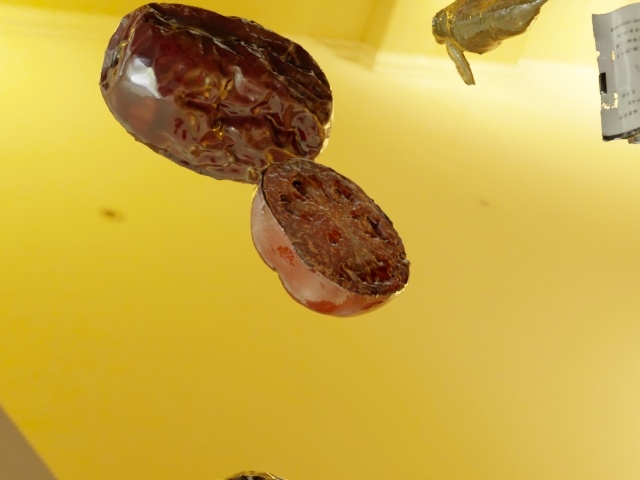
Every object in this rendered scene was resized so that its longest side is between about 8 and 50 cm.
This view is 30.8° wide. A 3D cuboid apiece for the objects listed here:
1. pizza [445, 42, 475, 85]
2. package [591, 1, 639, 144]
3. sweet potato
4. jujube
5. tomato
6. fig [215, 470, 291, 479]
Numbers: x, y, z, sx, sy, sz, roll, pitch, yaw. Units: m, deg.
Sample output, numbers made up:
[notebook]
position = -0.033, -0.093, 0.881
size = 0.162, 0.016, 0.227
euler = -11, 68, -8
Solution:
[pizza]
position = 0.189, -0.246, 1.581
size = 0.016, 0.083, 0.037
euler = -30, 180, -12
[package]
position = 0.504, -0.231, 1.584
size = 0.251, 0.204, 0.062
euler = -2, 161, 6
[sweet potato]
position = 0.170, -0.227, 1.212
size = 0.067, 0.067, 0.274
euler = 12, -177, -16
[jujube]
position = -0.167, -0.239, 1.908
size = 0.377, 0.276, 0.276
euler = 24, -162, -27
[tomato]
position = 0.000, 0.003, 1.402
size = 0.225, 0.085, 0.225
euler = 26, -142, -23
[fig]
position = -0.022, 0.450, 1.591
size = 0.368, 0.286, 0.286
euler = 1, -152, -40
